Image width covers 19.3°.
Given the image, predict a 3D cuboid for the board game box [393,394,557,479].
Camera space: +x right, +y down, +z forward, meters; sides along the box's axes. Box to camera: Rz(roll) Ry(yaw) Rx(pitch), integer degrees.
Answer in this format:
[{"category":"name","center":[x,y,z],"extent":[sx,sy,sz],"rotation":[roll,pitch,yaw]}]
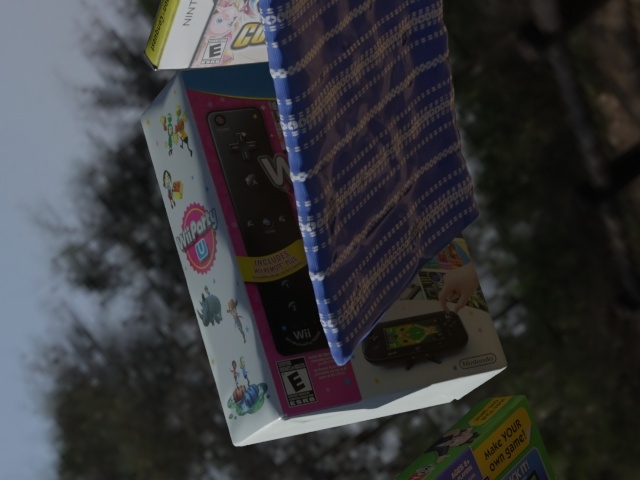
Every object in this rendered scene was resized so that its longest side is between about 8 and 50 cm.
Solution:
[{"category":"board game box","center":[0.086,0.274,1.316],"extent":[0.317,0.046,0.213],"rotation":[-35,-71,-46]}]

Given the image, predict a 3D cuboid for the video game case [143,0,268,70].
[{"category":"video game case","center":[-0.026,-0.285,1.947],"extent":[0.274,0.248,0.035],"rotation":[-6,-134,-32]}]

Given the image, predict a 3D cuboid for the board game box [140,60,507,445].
[{"category":"board game box","center":[0.000,0.000,1.596],"extent":[0.097,0.224,0.303],"rotation":[-42,62,56]}]

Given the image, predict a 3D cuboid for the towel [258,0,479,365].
[{"category":"towel","center":[0.039,-0.116,1.310],"extent":[0.243,0.040,0.336],"rotation":[-45,-49,-52]}]
